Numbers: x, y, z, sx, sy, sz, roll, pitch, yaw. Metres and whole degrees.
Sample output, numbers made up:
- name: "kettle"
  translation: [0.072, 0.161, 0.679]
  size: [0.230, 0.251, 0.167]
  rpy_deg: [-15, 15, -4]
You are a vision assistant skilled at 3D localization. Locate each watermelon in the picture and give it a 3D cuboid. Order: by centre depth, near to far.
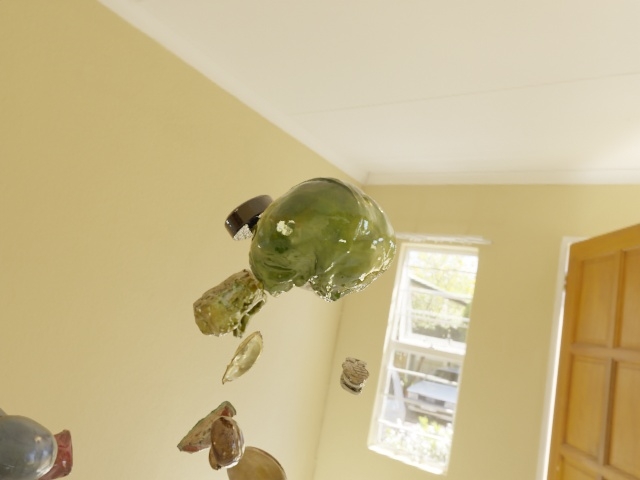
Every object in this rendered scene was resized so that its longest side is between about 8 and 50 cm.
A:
- name: "watermelon"
  translation: [-0.304, 0.537, 1.307]
  size: [0.071, 0.187, 0.139]
  rpy_deg: [51, -7, -9]

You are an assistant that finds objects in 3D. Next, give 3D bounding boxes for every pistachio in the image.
- name: "pistachio"
  translation: [-0.239, 0.899, 1.819]
  size: [0.292, 0.182, 0.162]
  rpy_deg: [18, -4, 40]

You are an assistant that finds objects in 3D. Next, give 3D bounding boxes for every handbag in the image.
- name: "handbag"
  translation: [-0.836, 0.657, 1.444]
  size: [0.135, 0.147, 0.225]
  rpy_deg: [3, -26, -35]

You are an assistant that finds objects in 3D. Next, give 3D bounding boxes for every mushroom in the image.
- name: "mushroom"
  translation: [-0.228, 0.477, 1.132]
  size: [0.087, 0.127, 0.127]
  rpy_deg: [-13, -9, -4]

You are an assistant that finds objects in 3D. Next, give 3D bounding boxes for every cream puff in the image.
- name: "cream puff"
  translation: [-0.285, 0.225, 1.575]
  size: [0.281, 0.185, 0.282]
  rpy_deg: [-28, 11, 6]

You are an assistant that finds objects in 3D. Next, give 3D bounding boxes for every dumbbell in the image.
- name: "dumbbell"
  translation: [-0.178, 0.017, 1.707]
  size: [0.323, 0.203, 0.204]
  rpy_deg: [55, -7, 11]

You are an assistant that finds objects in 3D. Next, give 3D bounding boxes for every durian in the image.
- name: "durian"
  translation: [-0.159, 0.249, 1.003]
  size: [0.052, 0.130, 0.066]
  rpy_deg: [36, -11, -2]

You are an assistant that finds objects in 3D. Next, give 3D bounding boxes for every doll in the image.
- name: "doll"
  translation: [-0.699, 0.439, 1.023]
  size: [0.258, 0.154, 0.228]
  rpy_deg: [27, -19, 7]

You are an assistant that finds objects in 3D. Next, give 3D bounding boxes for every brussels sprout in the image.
- name: "brussels sprout"
  translation: [0.000, -0.017, 1.387]
  size: [0.424, 0.343, 0.361]
  rpy_deg: [-5, -38, -10]

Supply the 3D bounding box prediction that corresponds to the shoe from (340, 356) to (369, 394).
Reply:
- name: "shoe"
  translation: [0.098, 0.430, 1.488]
  size: [0.088, 0.092, 0.180]
  rpy_deg: [17, 4, 3]
